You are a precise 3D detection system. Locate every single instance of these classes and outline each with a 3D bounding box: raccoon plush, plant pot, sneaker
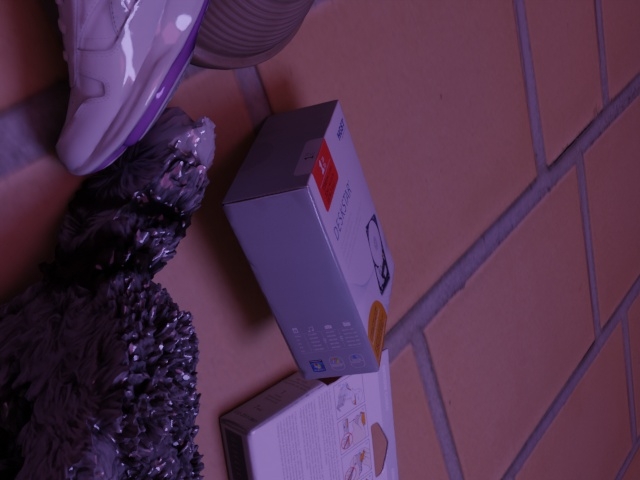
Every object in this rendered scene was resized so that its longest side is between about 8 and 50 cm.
[{"bbox_3d":[-0.129,0.145,0.609,0.447,0.216,0.299,-57,141,-21],"label":"raccoon plush"},{"bbox_3d":[-0.069,-0.279,0.631,0.237,0.109,0.238,-13,108,-43],"label":"plant pot"},{"bbox_3d":[-0.159,-0.197,0.534,0.152,0.114,0.305,25,111,-14],"label":"sneaker"}]

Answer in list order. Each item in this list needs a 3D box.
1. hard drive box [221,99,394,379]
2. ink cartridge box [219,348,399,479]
[{"bbox_3d":[0.000,0.000,0.728,0.181,0.089,0.232,-74,148,-51],"label":"hard drive box"},{"bbox_3d":[0.000,0.295,0.871,0.238,0.060,0.275,-23,115,-42],"label":"ink cartridge box"}]
